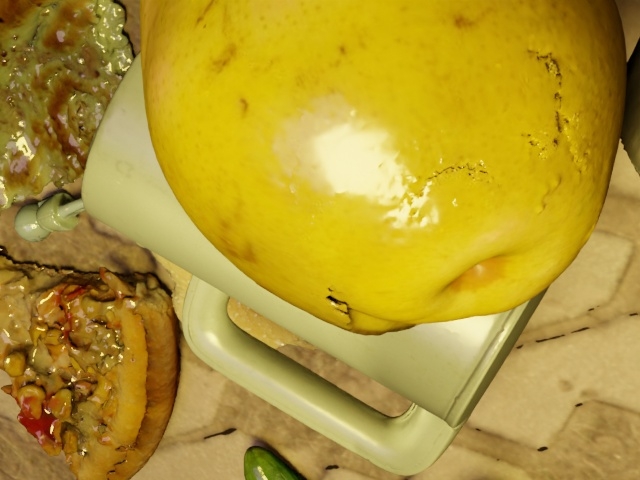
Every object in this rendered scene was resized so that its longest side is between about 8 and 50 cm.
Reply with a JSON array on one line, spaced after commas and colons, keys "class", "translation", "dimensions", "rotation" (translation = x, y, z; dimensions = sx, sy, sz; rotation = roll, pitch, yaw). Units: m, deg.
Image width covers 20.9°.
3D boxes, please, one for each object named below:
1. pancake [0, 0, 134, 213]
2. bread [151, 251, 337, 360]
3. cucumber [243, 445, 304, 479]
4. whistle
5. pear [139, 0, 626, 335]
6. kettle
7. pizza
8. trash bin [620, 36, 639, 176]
[{"class": "pancake", "translation": [-0.218, -0.130, 1.414], "dimensions": [0.197, 0.054, 0.376], "rotation": [33, 135, 7]}, {"class": "bread", "translation": [-0.040, 0.013, 1.412], "dimensions": [0.251, 0.039, 0.181], "rotation": [2, 123, 33]}, {"class": "cucumber", "translation": [0.010, 0.284, 1.565], "dimensions": [0.250, 0.056, 0.056], "rotation": [50, 134, -4]}, {"class": "whistle", "translation": [-0.234, -0.022, 1.515], "dimensions": [0.100, 0.035, 0.035], "rotation": [-18, 110, 39]}, {"class": "pear", "translation": [0.034, -0.111, 1.026], "dimensions": [0.285, 0.336, 0.285], "rotation": [-1, 149, -1]}, {"class": "kettle", "translation": [-0.001, -0.003, 1.240], "dimensions": [0.318, 0.205, 0.265], "rotation": [30, 93, 7]}, {"class": "pizza", "translation": [-0.234, 0.085, 1.571], "dimensions": [0.288, 0.074, 0.251], "rotation": [45, 132, -5]}, {"class": "trash bin", "translation": [0.301, -0.149, 0.959], "dimensions": [0.252, 0.203, 0.301], "rotation": [17, 134, -4]}]
